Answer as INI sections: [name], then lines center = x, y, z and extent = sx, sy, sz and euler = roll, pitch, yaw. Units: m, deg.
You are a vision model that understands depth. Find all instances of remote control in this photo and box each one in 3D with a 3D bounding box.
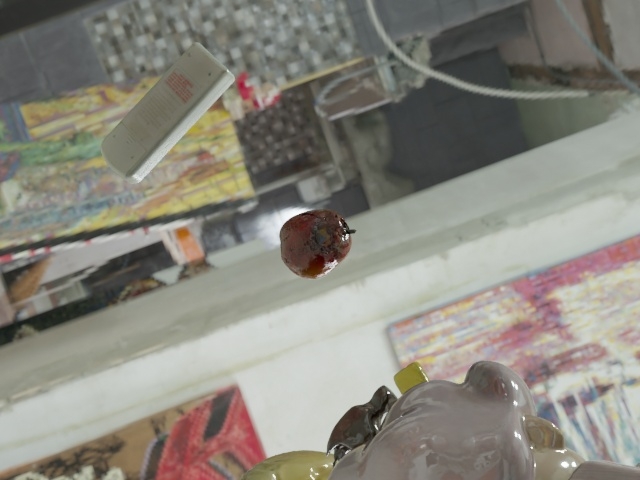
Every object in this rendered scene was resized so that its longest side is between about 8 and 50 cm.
[remote control]
center = -0.193, -0.157, 1.199
extent = 0.087, 0.190, 0.029
euler = 44, 2, 39

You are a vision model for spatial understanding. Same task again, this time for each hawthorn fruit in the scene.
[hawthorn fruit]
center = -0.005, 0.002, 0.986
extent = 0.077, 0.077, 0.077
euler = 160, -90, -89

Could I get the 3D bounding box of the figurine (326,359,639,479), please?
[figurine]
center = 0.083, 0.122, 0.402
extent = 0.112, 0.229, 0.137
euler = 5, 90, -57

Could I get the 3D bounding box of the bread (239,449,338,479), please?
[bread]
center = -0.019, 0.404, 0.963
extent = 0.388, 0.236, 0.183
euler = -95, -159, -48
